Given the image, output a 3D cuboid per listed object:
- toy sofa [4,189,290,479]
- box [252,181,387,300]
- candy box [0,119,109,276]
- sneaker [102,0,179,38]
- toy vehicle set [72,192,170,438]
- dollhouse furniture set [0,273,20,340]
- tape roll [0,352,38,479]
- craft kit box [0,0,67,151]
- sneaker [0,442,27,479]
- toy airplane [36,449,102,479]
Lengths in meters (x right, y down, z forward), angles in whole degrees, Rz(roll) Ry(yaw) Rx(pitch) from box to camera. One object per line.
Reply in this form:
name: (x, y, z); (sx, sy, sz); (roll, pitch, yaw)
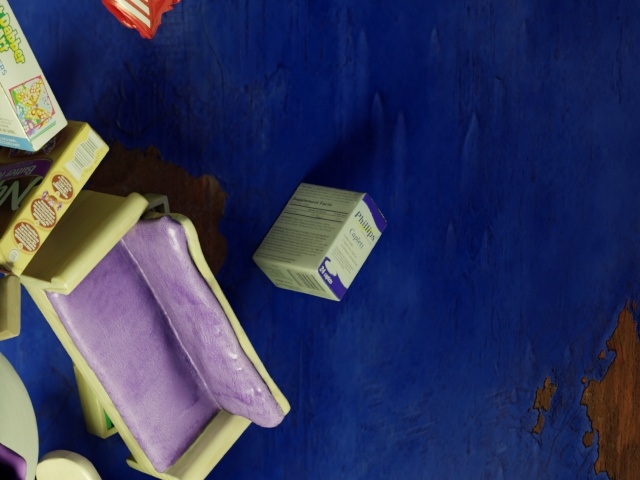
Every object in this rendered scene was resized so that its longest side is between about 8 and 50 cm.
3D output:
toy sofa: (-0.196, 0.124, 1.860); (0.150, 0.177, 0.362); (-49, 131, -29)
box: (0.000, 0.000, 2.140); (0.137, 0.126, 0.072); (-57, 133, -21)
candy box: (-0.332, -0.053, 1.774); (0.187, 0.109, 0.053); (-59, 136, -21)
sneaker: (-0.184, -0.312, 1.921); (0.221, 0.087, 0.128); (-2, 115, -45)
toy vehicle set: (-0.240, 0.092, 1.964); (0.166, 0.035, 0.267); (-28, 118, -41)
dollhouse furniture set: (-0.523, 0.211, 1.598); (0.362, 0.256, 0.394); (13, 68, -49)
tape roll: (-0.377, 0.194, 1.518); (0.219, 0.072, 0.219); (20, 63, -46)
craft kit box: (-0.392, -0.214, 1.568); (0.061, 0.250, 0.247); (-48, 131, -30)
sneaker: (-0.354, 0.186, 1.405); (0.236, 0.104, 0.095); (33, 55, -39)
toy airplane: (-0.230, 0.468, 1.889); (0.384, 0.272, 0.386); (22, 97, -16)
